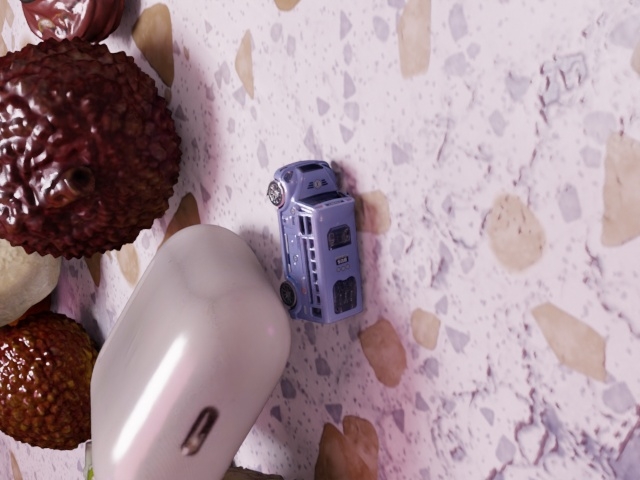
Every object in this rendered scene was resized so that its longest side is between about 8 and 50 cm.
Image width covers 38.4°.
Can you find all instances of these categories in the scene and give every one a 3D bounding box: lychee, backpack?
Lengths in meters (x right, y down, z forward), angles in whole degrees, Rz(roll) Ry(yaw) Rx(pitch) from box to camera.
[{"bbox_3d":[-0.332,-0.124,1.232,0.330,0.306,0.306,-111,25,-61],"label":"lychee"},{"bbox_3d":[-0.496,0.250,1.632,0.236,0.236,0.271,-11,110,56],"label":"lychee"},{"bbox_3d":[-0.357,-0.379,1.322,0.229,0.139,0.229,3,94,38],"label":"backpack"}]

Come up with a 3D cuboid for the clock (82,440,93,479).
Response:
[{"bbox_3d":[-0.375,0.457,1.628,0.191,0.062,0.152,-133,44,-55],"label":"clock"}]

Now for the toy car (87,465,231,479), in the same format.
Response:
[{"bbox_3d":[-0.210,0.325,1.340,0.235,0.145,0.235,15,116,32],"label":"toy car"}]

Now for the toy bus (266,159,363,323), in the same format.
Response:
[{"bbox_3d":[0.000,0.000,0.971,0.076,0.073,0.167,11,112,50],"label":"toy bus"}]

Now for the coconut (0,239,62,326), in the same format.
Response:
[{"bbox_3d":[-0.619,-0.044,1.579,0.415,0.344,0.416,-24,61,53],"label":"coconut"}]

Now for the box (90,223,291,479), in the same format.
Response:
[{"bbox_3d":[-0.156,0.139,1.047,0.289,0.141,0.349,-61,20,7],"label":"box"}]

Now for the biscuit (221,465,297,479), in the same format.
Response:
[{"bbox_3d":[-0.088,0.301,1.119,0.265,0.188,0.040,9,79,25],"label":"biscuit"}]

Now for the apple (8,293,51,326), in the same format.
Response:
[{"bbox_3d":[-0.652,0.103,1.817,0.230,0.230,0.230,22,117,51],"label":"apple"}]
